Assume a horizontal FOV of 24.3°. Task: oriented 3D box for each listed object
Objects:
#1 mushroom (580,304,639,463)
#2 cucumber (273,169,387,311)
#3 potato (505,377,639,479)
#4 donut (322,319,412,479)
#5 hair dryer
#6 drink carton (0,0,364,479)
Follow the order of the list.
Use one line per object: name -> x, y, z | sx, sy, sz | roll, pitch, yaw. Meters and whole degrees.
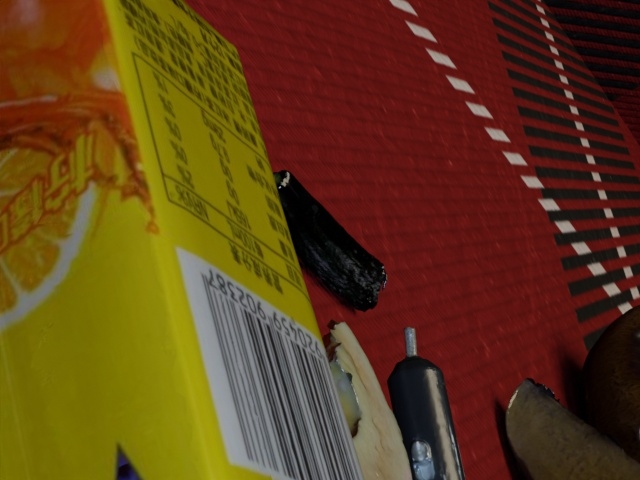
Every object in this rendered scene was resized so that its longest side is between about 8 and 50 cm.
mushroom -> 0.318, 0.172, 1.384 | 0.231, 0.138, 0.194 | -63, 137, -55
cucumber -> -0.001, 0.002, 0.922 | 0.135, 0.033, 0.034 | 41, 60, -43
potato -> 0.190, 0.194, 1.108 | 0.172, 0.089, 0.101 | 37, -23, 39
donut -> -0.007, 0.106, 0.702 | 0.108, 0.065, 0.166 | 62, 18, 1
hair dryer -> 0.061, 0.145, 0.776 | 0.124, 0.071, 0.219 | 38, 39, -56
drink carton -> -0.070, 0.086, 0.423 | 0.111, 0.154, 0.351 | 37, 30, -54
